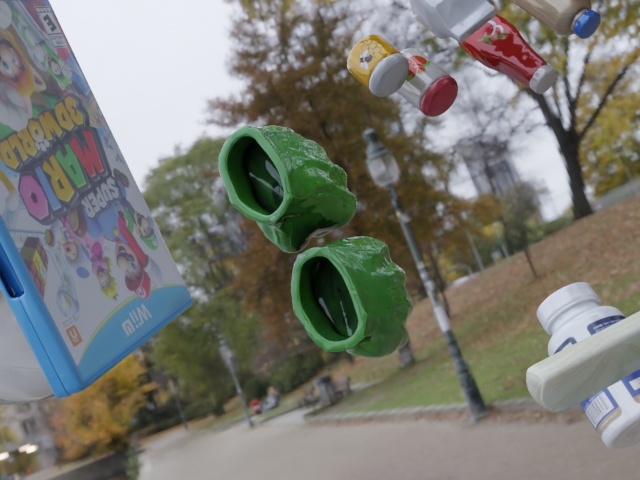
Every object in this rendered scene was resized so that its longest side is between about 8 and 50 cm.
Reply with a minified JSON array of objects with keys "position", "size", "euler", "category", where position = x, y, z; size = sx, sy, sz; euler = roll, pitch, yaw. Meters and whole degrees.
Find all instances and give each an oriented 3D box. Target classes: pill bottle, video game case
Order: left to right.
[{"position":[-0.117,-0.028,0.427],"size":[0.015,0.166,0.119],"euler":[-22,7,18],"category":"video game case"},{"position":[0.218,0.094,0.756],"size":[0.067,0.120,0.067],"euler":[-19,-33,-13],"category":"pill bottle"}]

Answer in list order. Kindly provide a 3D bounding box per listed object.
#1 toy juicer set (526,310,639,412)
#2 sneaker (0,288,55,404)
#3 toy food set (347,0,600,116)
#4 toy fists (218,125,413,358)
[{"position":[0.259,0.127,0.500],"size":[0.209,0.329,0.089],"euler":[-43,19,-26],"category":"toy juicer set"},{"position":[-0.267,-0.004,0.638],"size":[0.129,0.297,0.111],"euler":[-33,21,36],"category":"sneaker"},{"position":[0.145,-0.173,0.811],"size":[0.232,0.104,0.111],"euler":[-39,-31,-9],"category":"toy food set"},{"position":[0.000,0.000,1.022],"size":[0.096,0.279,0.142],"euler":[-41,-19,27],"category":"toy fists"}]
